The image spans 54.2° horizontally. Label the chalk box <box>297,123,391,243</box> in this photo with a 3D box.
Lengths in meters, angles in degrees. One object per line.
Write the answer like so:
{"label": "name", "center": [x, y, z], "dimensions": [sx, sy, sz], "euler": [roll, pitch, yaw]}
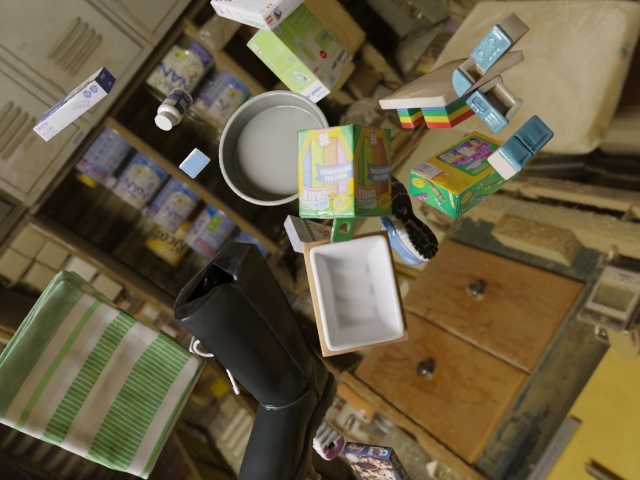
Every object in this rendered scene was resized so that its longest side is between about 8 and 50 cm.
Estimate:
{"label": "chalk box", "center": [0.047, -0.103, 1.176], "dimensions": [0.132, 0.213, 0.132], "euler": [1, -175, 37]}

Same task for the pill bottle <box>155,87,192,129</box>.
{"label": "pill bottle", "center": [-0.407, -0.361, 1.731], "dimensions": [0.067, 0.120, 0.067], "euler": [13, 141, 11]}

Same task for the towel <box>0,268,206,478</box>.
{"label": "towel", "center": [-0.362, 0.231, 1.048], "dimensions": [0.038, 0.248, 0.325], "euler": [-3, 144, 47]}

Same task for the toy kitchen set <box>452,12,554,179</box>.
{"label": "toy kitchen set", "center": [0.323, -0.242, 1.064], "dimensions": [0.207, 0.122, 0.166], "euler": [47, 155, 2]}

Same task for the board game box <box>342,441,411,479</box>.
{"label": "board game box", "center": [0.190, 0.728, 1.961], "dimensions": [0.165, 0.042, 0.243], "euler": [-6, 127, 35]}

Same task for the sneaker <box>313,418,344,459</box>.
{"label": "sneaker", "center": [-0.032, 0.484, 1.674], "dimensions": [0.104, 0.095, 0.236], "euler": [9, 135, 52]}

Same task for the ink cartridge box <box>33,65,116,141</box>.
{"label": "ink cartridge box", "center": [-0.591, -0.329, 1.508], "dimensions": [0.046, 0.207, 0.097], "euler": [49, -161, -30]}

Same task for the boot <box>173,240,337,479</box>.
{"label": "boot", "center": [-0.142, 0.275, 1.235], "dimensions": [0.146, 0.367, 0.445], "euler": [-2, 133, 28]}

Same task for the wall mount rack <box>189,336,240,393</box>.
{"label": "wall mount rack", "center": [-0.340, 0.455, 2.497], "dimensions": [0.304, 0.350, 0.131], "euler": [47, -150, -31]}

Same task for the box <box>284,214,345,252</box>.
{"label": "box", "center": [0.000, 0.000, 1.771], "dimensions": [0.186, 0.038, 0.145], "euler": [17, -154, -25]}

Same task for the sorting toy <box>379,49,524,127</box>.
{"label": "sorting toy", "center": [0.320, -0.356, 1.516], "dimensions": [0.257, 0.255, 0.089], "euler": [19, 137, 61]}

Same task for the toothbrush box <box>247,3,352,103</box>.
{"label": "toothbrush box", "center": [-0.061, -0.607, 2.008], "dimensions": [0.283, 0.206, 0.122], "euler": [44, 141, -20]}

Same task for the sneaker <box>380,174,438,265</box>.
{"label": "sneaker", "center": [0.219, -0.060, 1.929], "dimensions": [0.330, 0.129, 0.147], "euler": [60, 146, 9]}

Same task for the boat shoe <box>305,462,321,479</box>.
{"label": "boat shoe", "center": [-0.054, 0.710, 1.928], "dimensions": [0.073, 0.073, 0.207], "euler": [19, 150, 33]}

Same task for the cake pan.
{"label": "cake pan", "center": [-0.108, -0.225, 1.555], "dimensions": [0.293, 0.293, 0.054], "euler": [33, -179, 19]}

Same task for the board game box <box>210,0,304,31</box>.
{"label": "board game box", "center": [-0.161, -0.689, 1.753], "dimensions": [0.305, 0.193, 0.053], "euler": [36, 167, 46]}

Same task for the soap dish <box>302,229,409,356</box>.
{"label": "soap dish", "center": [0.088, 0.134, 1.622], "dimensions": [0.118, 0.228, 0.291], "euler": [134, 125, -81]}

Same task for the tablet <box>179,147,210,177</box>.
{"label": "tablet", "center": [-0.365, -0.225, 1.820], "dimensions": [0.054, 0.083, 0.006], "euler": [39, -154, -19]}

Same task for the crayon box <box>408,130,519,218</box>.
{"label": "crayon box", "center": [0.393, -0.183, 1.691], "dimensions": [0.165, 0.278, 0.081], "euler": [35, 144, 37]}
